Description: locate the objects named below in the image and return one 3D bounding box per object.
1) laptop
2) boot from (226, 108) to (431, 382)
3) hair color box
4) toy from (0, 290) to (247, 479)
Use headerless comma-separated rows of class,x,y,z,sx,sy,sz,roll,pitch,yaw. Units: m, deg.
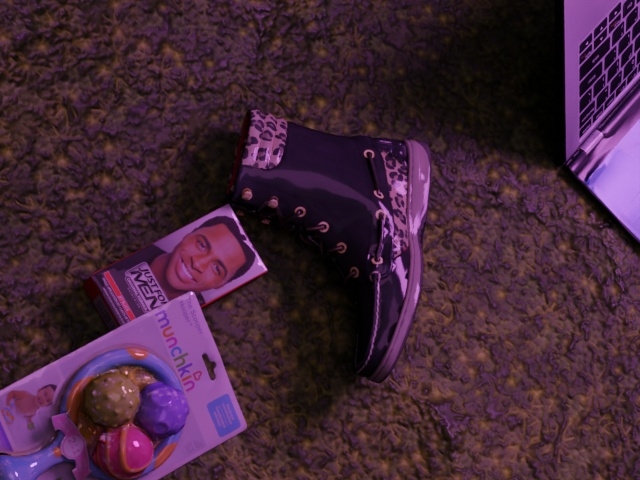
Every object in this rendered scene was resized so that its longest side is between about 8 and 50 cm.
laptop,0.428,-0.184,1.510,0.236,0.408,0.382,30,63,28
boot,0.000,0.000,1.386,0.179,0.085,0.236,14,65,-13
hair color box,-0.125,0.032,1.354,0.141,0.043,0.072,-30,87,-24
toy,-0.172,0.156,1.276,0.237,0.056,0.136,-27,110,-21
